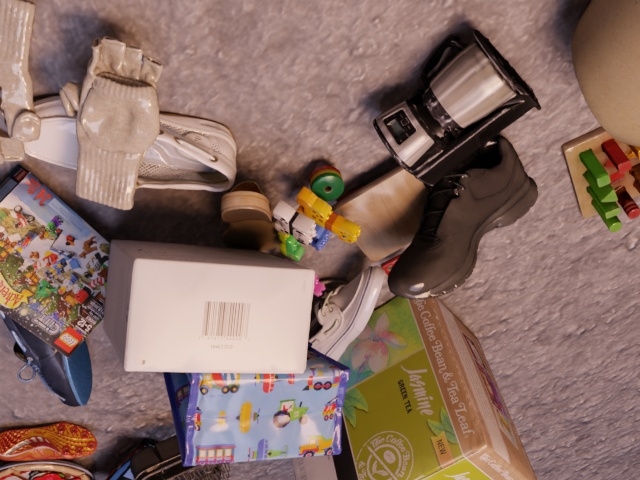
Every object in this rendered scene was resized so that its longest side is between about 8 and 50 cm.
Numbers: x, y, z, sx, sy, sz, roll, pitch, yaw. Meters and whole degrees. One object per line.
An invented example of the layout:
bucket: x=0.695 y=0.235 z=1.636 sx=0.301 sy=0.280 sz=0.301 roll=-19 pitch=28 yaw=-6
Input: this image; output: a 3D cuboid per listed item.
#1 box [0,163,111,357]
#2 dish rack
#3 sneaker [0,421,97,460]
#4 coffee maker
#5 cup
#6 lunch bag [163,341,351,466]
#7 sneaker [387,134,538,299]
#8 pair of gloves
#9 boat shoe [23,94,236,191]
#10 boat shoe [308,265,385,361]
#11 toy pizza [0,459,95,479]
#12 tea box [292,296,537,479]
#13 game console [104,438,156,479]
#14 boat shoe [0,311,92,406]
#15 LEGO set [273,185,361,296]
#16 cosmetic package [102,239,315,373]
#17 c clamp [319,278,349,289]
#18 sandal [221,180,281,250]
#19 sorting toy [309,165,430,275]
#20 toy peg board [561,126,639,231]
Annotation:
box: x=-0.371 y=0.033 z=1.058 sx=0.159 sy=0.044 sz=0.233 roll=-51 pitch=133 yaw=-13
dish rack: x=-0.255 y=0.451 z=1.474 sx=0.208 sy=0.074 sz=0.271 roll=-18 pitch=139 yaw=-27
sneaker: x=-0.486 y=0.359 z=1.394 sx=0.175 sy=0.064 sz=0.067 roll=5 pitch=153 yaw=-13
coffee maker: x=0.181 y=-0.156 z=1.017 sx=0.178 sy=0.120 sz=0.171 roll=-38 pitch=131 yaw=22
cup: x=0.441 y=-0.231 z=0.912 sx=0.331 sy=0.331 sz=0.237 roll=26 pitch=149 yaw=-33
lunch bag: x=-0.114 y=0.197 z=1.168 sx=0.221 sy=0.293 sz=0.138 roll=2 pitch=104 yaw=-21
sneaker: x=0.182 y=-0.037 z=1.093 sx=0.286 sy=0.109 sz=0.130 roll=-46 pitch=125 yaw=-24
pair of gloves: x=-0.301 y=-0.151 z=0.887 sx=0.240 sy=0.042 sz=0.204 roll=22 pitch=118 yaw=-5
boat shoe: x=-0.236 y=-0.111 z=0.972 sx=0.277 sy=0.096 sz=0.098 roll=4 pitch=132 yaw=-17
boat shoe: x=0.027 y=0.117 z=1.234 sx=0.076 sy=0.083 sz=0.226 roll=22 pitch=129 yaw=-6
toy pizza: x=-0.525 y=0.461 z=1.466 sx=0.201 sy=0.032 sz=0.201 roll=-6 pitch=143 yaw=-5
tea box: x=0.132 y=0.309 z=1.299 sx=0.323 sy=0.329 sz=0.220 roll=-33 pitch=131 yaw=15
game console: x=-0.350 y=0.450 z=1.480 sx=0.124 sy=0.085 sz=0.144 roll=29 pitch=122 yaw=-21
boat shoe: x=-0.418 y=0.144 z=1.184 sx=0.089 sy=0.109 sz=0.258 roll=-9 pitch=118 yaw=4
LEGO set: x=0.000 y=0.000 z=1.092 sx=0.093 sy=0.087 sz=0.227 roll=28 pitch=158 yaw=12
cosmetic package: x=-0.155 y=0.080 z=1.031 sx=0.224 sy=0.225 sz=0.138 roll=5 pitch=93 yaw=-23
c clamp: x=-0.017 y=0.121 z=1.298 sx=0.137 sy=0.022 sz=0.160 roll=4 pitch=132 yaw=-17
sandal: x=-0.095 y=-0.048 z=1.077 sx=0.088 sy=0.079 sz=0.240 roll=-1 pitch=167 yaw=-1
sorting toy: x=0.102 y=-0.043 z=1.155 sx=0.132 sy=0.046 sz=0.274 roll=-30 pitch=132 yaw=15
toy peg board: x=0.464 y=-0.098 z=1.170 sx=0.161 sy=0.079 sz=0.161 roll=-24 pitch=134 yaw=10
